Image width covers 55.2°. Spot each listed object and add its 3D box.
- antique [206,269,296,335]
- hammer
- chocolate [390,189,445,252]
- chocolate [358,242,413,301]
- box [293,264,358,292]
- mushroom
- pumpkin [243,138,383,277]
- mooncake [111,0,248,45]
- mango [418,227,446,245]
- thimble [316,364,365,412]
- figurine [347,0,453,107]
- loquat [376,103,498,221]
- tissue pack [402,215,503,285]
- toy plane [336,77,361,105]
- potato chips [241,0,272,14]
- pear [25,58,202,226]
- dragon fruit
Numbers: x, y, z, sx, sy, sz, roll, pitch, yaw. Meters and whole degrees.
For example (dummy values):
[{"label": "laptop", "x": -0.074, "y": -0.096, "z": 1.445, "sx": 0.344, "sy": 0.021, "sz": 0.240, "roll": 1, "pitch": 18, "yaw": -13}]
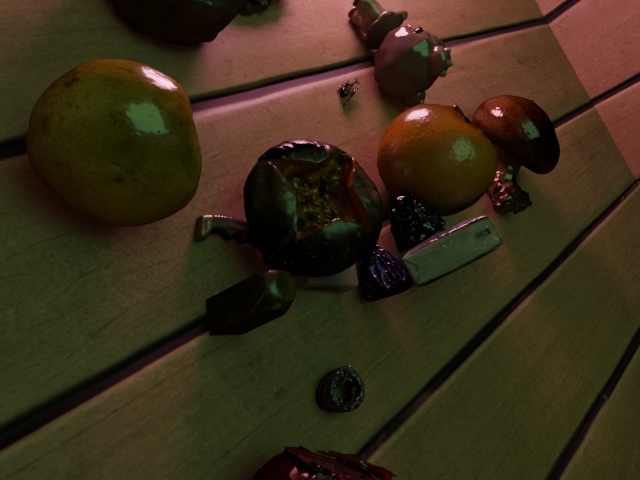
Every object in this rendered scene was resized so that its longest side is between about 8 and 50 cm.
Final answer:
[{"label": "antique", "x": -0.136, "y": 0.124, "z": 1.203, "sx": 0.081, "sy": 0.221, "sz": 0.080, "roll": 4, "pitch": 68, "yaw": -40}, {"label": "hammer", "x": -0.171, "y": -0.016, "z": 1.364, "sx": 0.226, "sy": 0.041, "sz": 0.159, "roll": 13, "pitch": 62, "yaw": -35}, {"label": "chocolate", "x": 0.229, "y": -0.062, "z": 1.567, "sx": 0.156, "sy": 0.156, "sz": 0.133, "roll": -34, "pitch": 94, "yaw": -44}, {"label": "chocolate", "x": 0.116, "y": -0.012, "z": 1.561, "sx": 0.148, "sy": 0.126, "sz": 0.343, "roll": 33, "pitch": 35, "yaw": -77}, {"label": "box", "x": 0.000, "y": 0.000, "z": 1.481, "sx": 0.155, "sy": 0.067, "sz": 0.243, "roll": 6, "pitch": 65, "yaw": -36}, {"label": "mushroom", "x": 0.655, "y": -0.305, "z": 2.096, "sx": 0.331, "sy": 0.356, "sz": 0.334, "roll": -6, "pitch": 36, "yaw": -39}, {"label": "pumpkin", "x": -0.015, "y": -0.069, "z": 1.335, "sx": 0.320, "sy": 0.192, "sz": 0.320, "roll": 7, "pitch": 65, "yaw": -15}, {"label": "mooncake", "x": -0.331, "y": -0.610, "z": 1.417, "sx": 0.324, "sy": 0.187, "sz": 0.324, "roll": 17, "pitch": 59, "yaw": -31}, {"label": "mango", "x": 0.345, "y": 0.014, "z": 1.752, "sx": 0.159, "sy": 0.084, "sz": 0.105, "roll": 23, "pitch": 62, "yaw": -30}, {"label": "thimble", "x": 0.046, "y": 0.337, "z": 1.363, "sx": 0.095, "sy": 0.066, "sz": 0.104, "roll": 44, "pitch": 51, "yaw": -13}, {"label": "figurine", "x": 0.227, "y": -0.592, "z": 1.863, "sx": 0.203, "sy": 0.248, "sz": 0.381, "roll": -28, "pitch": 76, "yaw": -39}, {"label": "loquat", "x": 0.300, "y": -0.197, "z": 1.680, "sx": 0.328, "sy": 0.359, "sz": 0.328, "roll": 32, "pitch": 12, "yaw": -8}, {"label": "tissue pack", "x": 0.325, "y": 0.028, "z": 1.537, "sx": 0.103, "sy": 0.228, "sz": 0.315, "roll": 65, "pitch": 8, "yaw": 7}, {"label": "toy plane", "x": 0.084, "y": -0.444, "z": 1.789, "sx": 0.049, "sy": 0.031, "sz": 0.121, "roll": 48, "pitch": 49, "yaw": -19}, {"label": "potato chips", "x": -0.247, "y": -0.816, "z": 1.669, "sx": 0.429, "sy": 0.070, "sz": 0.358, "roll": 41, "pitch": 46, "yaw": -19}, {"label": "pear", "x": -0.370, "y": -0.179, "z": 1.110, "sx": 0.304, "sy": 0.304, "sz": 0.304, "roll": 18, "pitch": 59, "yaw": -33}, {"label": "dragon fruit", "x": 0.001, "y": 0.520, "z": 1.089, "sx": 0.295, "sy": 0.295, "sz": 0.302, "roll": 19, "pitch": 62, "yaw": -33}]
